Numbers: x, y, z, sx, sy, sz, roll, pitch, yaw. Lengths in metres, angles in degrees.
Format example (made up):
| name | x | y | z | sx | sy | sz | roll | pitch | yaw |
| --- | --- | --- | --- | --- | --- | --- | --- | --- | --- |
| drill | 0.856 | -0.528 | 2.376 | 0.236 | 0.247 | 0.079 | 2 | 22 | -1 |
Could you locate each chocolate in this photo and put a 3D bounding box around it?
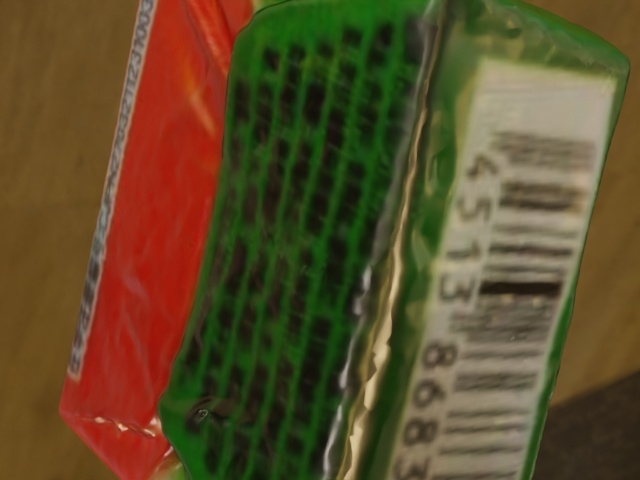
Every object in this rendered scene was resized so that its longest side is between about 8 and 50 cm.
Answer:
| name | x | y | z | sx | sy | sz | roll | pitch | yaw |
| --- | --- | --- | --- | --- | --- | --- | --- | --- | --- |
| chocolate | 0.000 | 0.000 | 1.026 | 0.161 | 0.341 | 0.360 | 6 | 103 | -31 |
